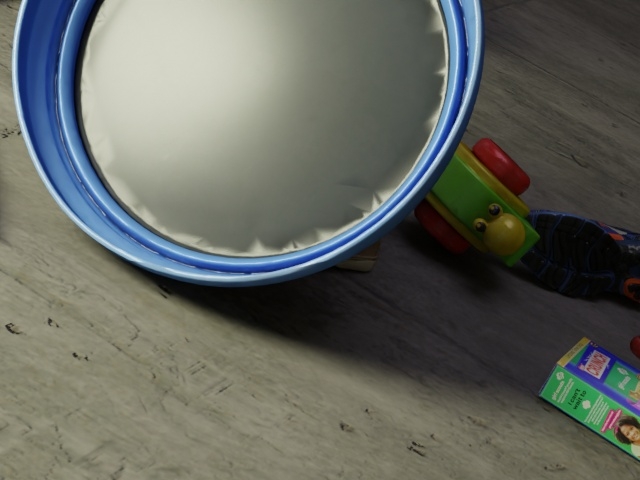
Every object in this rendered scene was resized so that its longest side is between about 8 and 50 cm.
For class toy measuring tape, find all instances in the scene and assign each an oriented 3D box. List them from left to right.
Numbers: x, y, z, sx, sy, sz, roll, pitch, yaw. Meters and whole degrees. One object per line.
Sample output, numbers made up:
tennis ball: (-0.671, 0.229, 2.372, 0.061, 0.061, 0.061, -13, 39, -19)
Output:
toy measuring tape: (0.138, -0.071, 1.530, 0.121, 0.121, 0.330, 16, 19, -18)

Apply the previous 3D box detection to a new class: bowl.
bowl: (-0.059, -0.150, 1.214, 0.391, 0.391, 0.077, 32, -5, 16)

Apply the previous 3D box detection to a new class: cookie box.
cookie box: (0.257, 0.138, 1.295, 0.107, 0.040, 0.092, 32, 23, 16)

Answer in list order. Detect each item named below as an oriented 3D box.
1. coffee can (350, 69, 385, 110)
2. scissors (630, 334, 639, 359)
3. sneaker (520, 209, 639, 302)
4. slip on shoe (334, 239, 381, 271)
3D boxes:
coffee can: (-0.043, -0.183, 1.362, 0.275, 0.201, 0.201, 38, 27, 17)
scissors: (0.408, 0.144, 1.414, 0.297, 0.021, 0.109, 17, 16, -39)
sneaker: (0.286, 0.016, 1.553, 0.221, 0.083, 0.087, 18, 11, -27)
slip on shoe: (0.000, 0.000, 1.339, 0.135, 0.041, 0.051, 7, 29, -34)
